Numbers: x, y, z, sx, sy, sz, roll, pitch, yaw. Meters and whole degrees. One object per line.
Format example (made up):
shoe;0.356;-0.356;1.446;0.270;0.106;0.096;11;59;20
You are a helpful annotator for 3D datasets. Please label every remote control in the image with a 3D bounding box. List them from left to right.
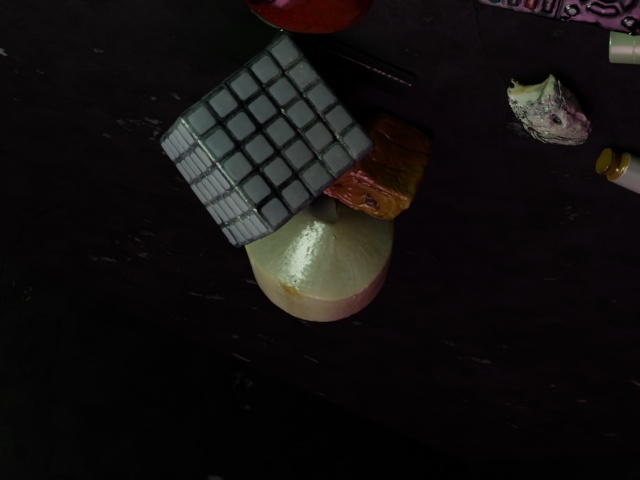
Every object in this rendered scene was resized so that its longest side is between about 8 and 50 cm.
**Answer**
remote control;0.039;-0.295;1.809;0.245;0.025;0.063;20;152;-15
remote control;0.407;-0.336;1.437;0.399;0.062;0.144;14;138;6

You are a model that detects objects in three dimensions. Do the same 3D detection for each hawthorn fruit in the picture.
hawthorn fruit;0.001;-0.370;1.488;0.251;0.189;0.189;5;161;-24

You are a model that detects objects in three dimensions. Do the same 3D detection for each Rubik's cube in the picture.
Rubik's cube;-0.091;-0.153;1.795;0.238;0.237;0.237;52;162;-5

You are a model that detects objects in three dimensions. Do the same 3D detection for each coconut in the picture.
coconut;0.000;0.000;2.153;0.323;0.323;0.323;12;156;5

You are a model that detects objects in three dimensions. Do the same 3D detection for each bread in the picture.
bread;0.107;-0.131;1.992;0.149;0.143;0.158;30;153;-16

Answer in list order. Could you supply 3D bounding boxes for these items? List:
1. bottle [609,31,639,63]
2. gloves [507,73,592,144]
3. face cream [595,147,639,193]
bottle;0.506;-0.277;1.528;0.201;0.072;0.072;5;155;20
gloves;0.366;-0.200;1.780;0.114;0.070;0.153;-5;152;37
face cream;0.562;-0.107;1.904;0.182;0.051;0.072;19;157;-15
